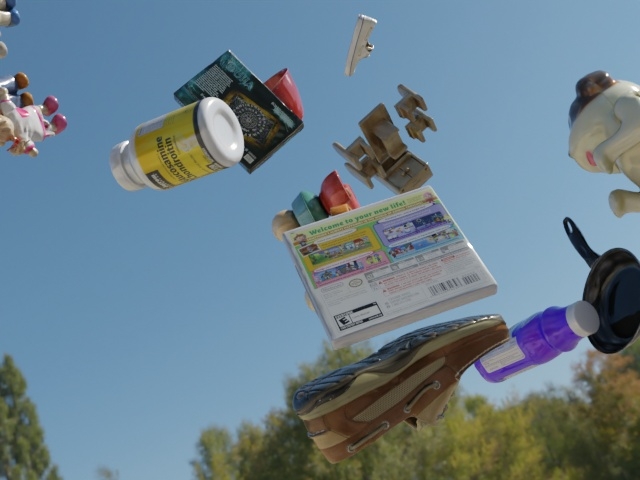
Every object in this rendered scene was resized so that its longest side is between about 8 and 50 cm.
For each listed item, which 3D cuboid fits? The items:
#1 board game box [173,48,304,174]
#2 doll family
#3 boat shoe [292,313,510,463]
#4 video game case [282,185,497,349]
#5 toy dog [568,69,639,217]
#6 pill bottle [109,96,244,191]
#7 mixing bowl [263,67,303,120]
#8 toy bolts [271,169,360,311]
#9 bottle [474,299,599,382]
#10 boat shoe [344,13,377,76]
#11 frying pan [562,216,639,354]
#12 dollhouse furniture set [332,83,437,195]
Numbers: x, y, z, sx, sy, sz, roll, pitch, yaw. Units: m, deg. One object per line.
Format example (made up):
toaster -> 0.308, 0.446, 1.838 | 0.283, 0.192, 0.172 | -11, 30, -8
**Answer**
board game box -> -0.135, -0.215, 1.412 | 0.126, 0.186, 0.026 | -42, -10, -16
doll family -> -0.478, -0.222, 1.174 | 0.118, 0.263, 0.163 | -20, 7, 25
boat shoe -> 0.121, 0.202, 1.180 | 0.323, 0.120, 0.122 | -23, 0, -16
video game case -> 0.081, 0.027, 1.059 | 0.212, 0.193, 0.023 | -18, -43, -9
toy dog -> 0.684, -0.234, 1.713 | 0.407, 0.396, 0.284 | 11, -24, 49
pill bottle -> -0.210, -0.131, 1.229 | 0.184, 0.103, 0.103 | -17, -18, 26
mixing bowl -> -0.098, -0.232, 1.618 | 0.181, 0.098, 0.181 | -39, 17, 14
toy bolts -> 0.000, 0.000, 1.454 | 0.158, 0.229, 0.218 | -29, -30, 9
bottle -> 0.423, 0.196, 1.677 | 0.118, 0.092, 0.283 | -32, -5, -38
boat shoe -> 0.060, -0.282, 1.249 | 0.035, 0.035, 0.100 | 15, -52, -1
frying pan -> 0.533, 0.093, 1.624 | 0.053, 0.197, 0.326 | 9, 15, -14
dollhouse furniture set -> 0.145, -0.229, 2.000 | 0.212, 0.161, 0.242 | -42, -41, -6
